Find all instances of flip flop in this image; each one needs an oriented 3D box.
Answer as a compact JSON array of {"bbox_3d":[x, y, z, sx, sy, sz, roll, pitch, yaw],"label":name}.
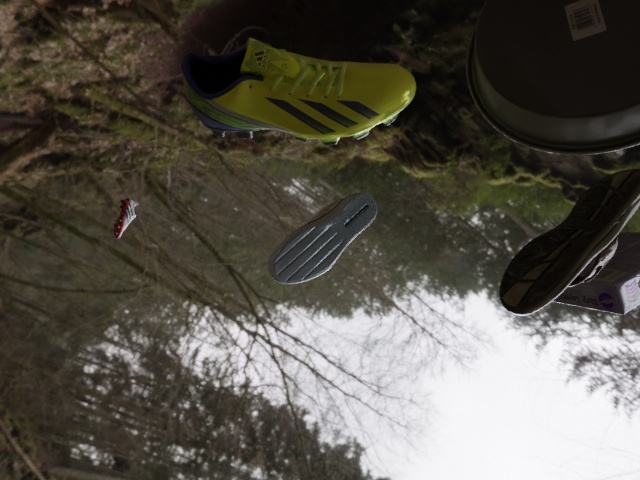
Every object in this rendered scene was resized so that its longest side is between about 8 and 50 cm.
[{"bbox_3d":[0.382,0.012,0.752,0.277,0.080,0.112,-46,-160,-1],"label":"flip flop"}]

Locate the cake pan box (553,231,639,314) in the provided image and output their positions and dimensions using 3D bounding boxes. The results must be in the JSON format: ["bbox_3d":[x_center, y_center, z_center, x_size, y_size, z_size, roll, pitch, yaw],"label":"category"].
[{"bbox_3d":[0.573,0.053,1.026,0.245,0.070,0.267,-25,-170,-20],"label":"cake pan box"}]

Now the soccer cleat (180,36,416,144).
[{"bbox_3d":[-0.035,-0.184,0.606,0.289,0.121,0.094,2,-125,19],"label":"soccer cleat"}]

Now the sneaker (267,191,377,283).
[{"bbox_3d":[0.000,0.000,0.966,0.258,0.094,0.091,-35,-171,-28],"label":"sneaker"}]

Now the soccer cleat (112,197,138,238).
[{"bbox_3d":[-0.385,-0.042,1.014,0.029,0.035,0.083,12,-93,41],"label":"soccer cleat"}]

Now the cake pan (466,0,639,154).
[{"bbox_3d":[0.312,-0.244,0.592,0.293,0.054,0.294,-9,-109,27],"label":"cake pan"}]
